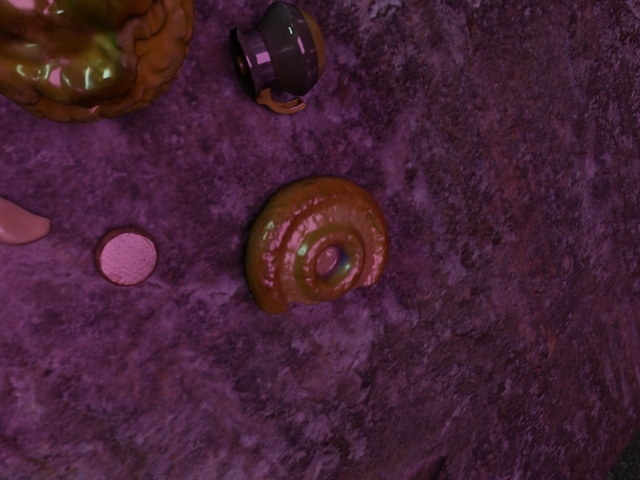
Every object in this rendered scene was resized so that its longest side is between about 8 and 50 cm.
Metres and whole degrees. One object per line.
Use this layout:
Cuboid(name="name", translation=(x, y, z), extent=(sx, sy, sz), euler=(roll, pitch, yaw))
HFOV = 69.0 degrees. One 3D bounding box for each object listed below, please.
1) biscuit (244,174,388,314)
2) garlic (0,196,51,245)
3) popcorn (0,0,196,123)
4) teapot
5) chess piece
Cuboid(name="biscuit", translation=(0.001, 0.000, 0.777), extent=(0.274, 0.091, 0.213), euler=(-18, 110, -26))
Cuboid(name="garlic", translation=(-0.375, -0.020, 0.565), extent=(0.083, 0.041, 0.053), euler=(29, 70, -41))
Cuboid(name="popcorn", translation=(-0.242, -0.234, 0.482), extent=(0.237, 0.251, 0.206), euler=(-27, 110, -22))
Cuboid(name="teapot", translation=(-0.061, -0.256, 0.680), extent=(0.119, 0.130, 0.166), euler=(-22, 143, -12))
Cuboid(name="chess piece", translation=(-0.266, 0.022, 0.642), extent=(0.083, 0.038, 0.084), euler=(-9, 106, -32))
